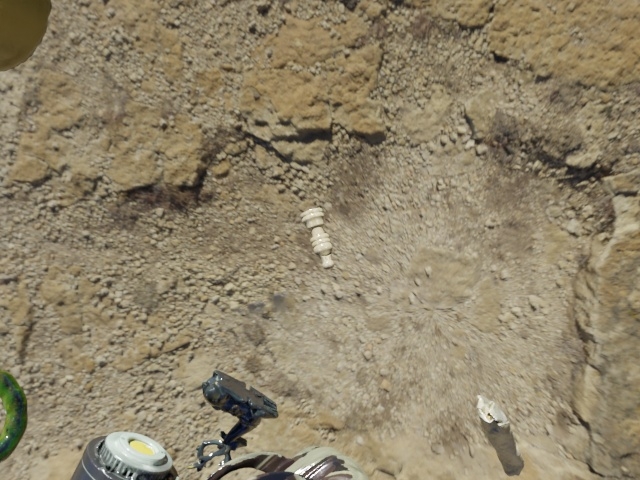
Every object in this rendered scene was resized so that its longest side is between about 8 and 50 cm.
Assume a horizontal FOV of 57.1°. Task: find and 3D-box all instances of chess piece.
[{"bbox_3d":[0.000,0.000,0.868,0.035,0.035,0.092,-21,74,8],"label":"chess piece"}]

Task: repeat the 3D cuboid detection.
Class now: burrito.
[{"bbox_3d":[0.413,0.452,1.336,0.059,0.082,0.275,-22,125,11],"label":"burrito"}]

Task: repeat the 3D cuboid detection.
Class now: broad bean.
[{"bbox_3d":[-0.859,0.473,1.576,0.049,0.144,0.291,-39,41,42],"label":"broad bean"}]

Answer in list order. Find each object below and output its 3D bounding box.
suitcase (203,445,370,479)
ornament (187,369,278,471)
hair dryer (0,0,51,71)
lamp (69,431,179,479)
[{"bbox_3d":[-0.056,0.462,0.836,0.352,0.194,0.339,-34,103,-21],"label":"suitcase"},{"bbox_3d":[-0.243,0.439,1.378,0.202,0.080,0.236,35,102,-23],"label":"ornament"},{"bbox_3d":[-0.235,-0.058,0.333,0.090,0.135,0.278,5,96,8],"label":"hair dryer"},{"bbox_3d":[-0.427,0.537,1.198,0.205,0.374,0.272,26,108,6],"label":"lamp"}]
